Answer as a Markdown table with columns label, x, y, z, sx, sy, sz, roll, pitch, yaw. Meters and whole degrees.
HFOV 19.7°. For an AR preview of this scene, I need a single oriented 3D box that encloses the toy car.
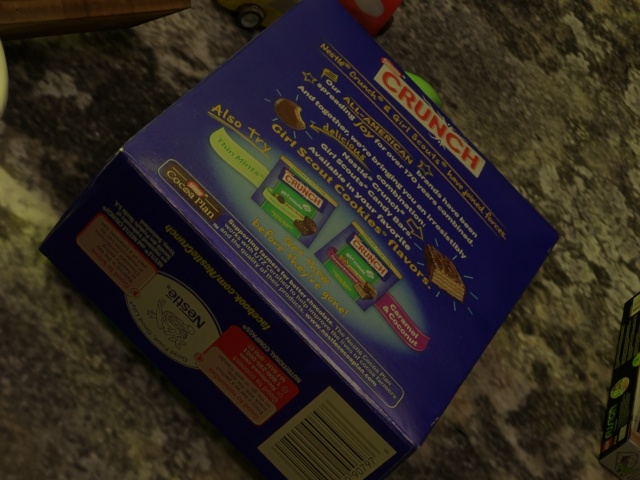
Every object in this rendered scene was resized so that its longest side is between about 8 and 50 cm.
| label | x | y | z | sx | sy | sz | roll | pitch | yaw |
| --- | --- | --- | --- | --- | --- | --- | --- | --- | --- |
| toy car | 0.042 | -0.157 | 1.527 | 0.239 | 0.053 | 0.225 | -14 | 67 | -51 |

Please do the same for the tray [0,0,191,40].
| label | x | y | z | sx | sy | sz | roll | pitch | yaw |
| --- | --- | --- | --- | --- | --- | --- | --- | --- | --- |
| tray | -0.222 | -0.349 | 1.278 | 0.202 | 0.076 | 0.411 | -15 | 93 | -51 |

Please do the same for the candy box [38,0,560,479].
| label | x | y | z | sx | sy | sz | roll | pitch | yaw |
| --- | --- | --- | --- | --- | --- | --- | --- | --- | --- |
| candy box | 0.000 | 0.000 | 1.281 | 0.268 | 0.122 | 0.317 | 46 | 37 | -2 |

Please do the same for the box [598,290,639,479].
| label | x | y | z | sx | sy | sz | roll | pitch | yaw |
| --- | --- | --- | --- | --- | --- | --- | --- | --- | --- |
| box | 0.294 | 0.138 | 1.531 | 0.114 | 0.036 | 0.207 | 39 | 37 | -13 |

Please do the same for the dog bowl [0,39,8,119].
| label | x | y | z | sx | sy | sz | roll | pitch | yaw |
| --- | --- | --- | --- | --- | --- | --- | --- | --- | --- |
| dog bowl | -0.307 | -0.135 | 1.042 | 0.265 | 0.104 | 0.265 | 46 | 21 | -23 |
